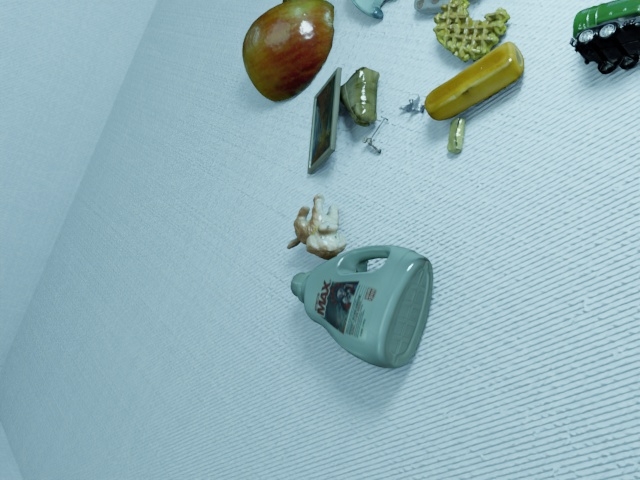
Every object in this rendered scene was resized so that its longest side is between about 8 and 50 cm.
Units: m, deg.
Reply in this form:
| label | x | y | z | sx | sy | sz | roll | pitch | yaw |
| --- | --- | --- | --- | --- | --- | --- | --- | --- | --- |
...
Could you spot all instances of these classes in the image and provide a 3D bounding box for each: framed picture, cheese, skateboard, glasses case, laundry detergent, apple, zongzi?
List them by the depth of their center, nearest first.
| label | x | y | z | sx | sy | sz | roll | pitch | yaw |
| --- | --- | --- | --- | --- | --- | --- | --- | --- | --- |
| cheese | 0.306 | -0.239 | 1.570 | 0.044 | 0.030 | 0.083 | 169 | 111 | -69 |
| laundry detergent | 0.073 | 0.123 | 1.609 | 0.397 | 0.124 | 0.264 | 14 | 85 | 53 |
| glasses case | 0.300 | -0.603 | 1.724 | 0.164 | 0.041 | 0.063 | 16 | 88 | 49 |
| skateboard | 0.152 | -0.271 | 1.762 | 0.064 | 0.032 | 0.083 | 45 | 110 | 38 |
| zongzi | 0.084 | -0.359 | 1.843 | 0.176 | 0.078 | 0.160 | -24 | 54 | 52 |
| framed picture | 0.010 | -0.327 | 1.904 | 0.184 | 0.016 | 0.250 | 145 | 133 | -63 |
| apple | -0.101 | -0.584 | 2.111 | 0.346 | 0.254 | 0.179 | -34 | 8 | 33 |

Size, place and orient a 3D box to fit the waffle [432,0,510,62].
| label | x | y | z | sx | sy | sz | roll | pitch | yaw |
| --- | --- | --- | --- | --- | --- | --- | --- | --- | --- |
| waffle | 0.347 | -0.502 | 1.610 | 0.149 | 0.051 | 0.194 | -50 | 51 | 22 |

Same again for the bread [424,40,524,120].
| label | x | y | z | sx | sy | sz | roll | pitch | yaw |
| --- | --- | --- | --- | --- | --- | --- | --- | --- | --- |
| bread | 0.342 | -0.345 | 1.539 | 0.239 | 0.073 | 0.093 | -28 | 48 | 39 |

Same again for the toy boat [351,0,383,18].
| label | x | y | z | sx | sy | sz | roll | pitch | yaw |
| --- | --- | --- | --- | --- | --- | --- | --- | --- | --- |
| toy boat | 0.147 | -0.709 | 1.937 | 0.134 | 0.078 | 0.208 | -55 | 52 | 28 |

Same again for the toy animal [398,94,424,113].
| label | x | y | z | sx | sy | sz | roll | pitch | yaw |
| --- | --- | --- | --- | --- | --- | --- | --- | --- | --- |
| toy animal | 0.229 | -0.337 | 1.699 | 0.084 | 0.028 | 0.050 | 27 | 103 | 50 |

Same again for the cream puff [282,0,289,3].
| label | x | y | z | sx | sy | sz | roll | pitch | yaw |
| --- | --- | --- | --- | --- | --- | --- | --- | --- | --- |
| cream puff | -0.057 | -0.770 | 2.157 | 0.126 | 0.103 | 0.144 | -50 | 42 | 2 |

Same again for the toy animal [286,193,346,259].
| label | x | y | z | sx | sy | sz | roll | pitch | yaw |
| --- | --- | --- | --- | --- | --- | --- | --- | --- | --- |
| toy animal | -0.013 | 0.006 | 1.753 | 0.184 | 0.104 | 0.185 | -51 | 36 | 23 |

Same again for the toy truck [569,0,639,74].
| label | x | y | z | sx | sy | sz | roll | pitch | yaw |
| --- | --- | --- | --- | --- | --- | --- | --- | --- | --- |
| toy truck | 0.581 | -0.397 | 1.274 | 0.242 | 0.101 | 0.125 | 1 | 63 | 52 |
